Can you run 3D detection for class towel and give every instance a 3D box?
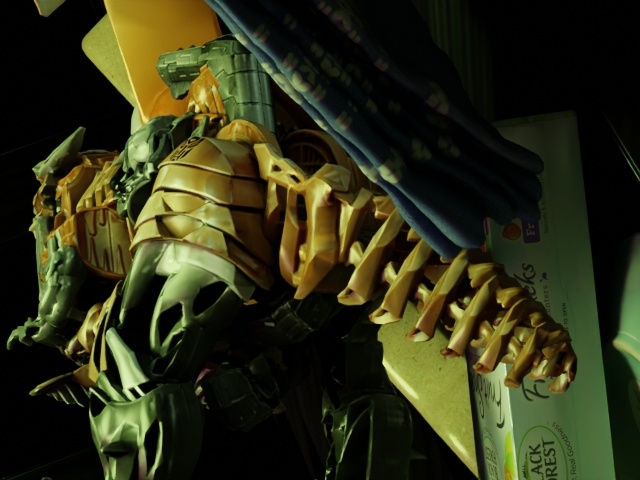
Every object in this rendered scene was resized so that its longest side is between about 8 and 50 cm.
[{"bbox_3d":[-0.064,-0.153,0.558,0.336,0.040,0.243,46,-170,-22],"label":"towel"}]

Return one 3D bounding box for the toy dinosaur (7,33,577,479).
[{"bbox_3d":[-0.035,0.031,0.667,0.322,0.164,0.218,179,96,-78],"label":"toy dinosaur"}]

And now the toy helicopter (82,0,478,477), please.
[{"bbox_3d":[0.000,0.000,0.861,0.355,0.140,0.235,46,177,33],"label":"toy helicopter"}]

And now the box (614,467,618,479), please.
[{"bbox_3d":[0.099,0.164,0.655,0.232,0.058,0.087,-83,-23,-68],"label":"box"}]

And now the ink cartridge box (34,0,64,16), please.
[{"bbox_3d":[-0.161,-0.296,0.909,0.385,0.091,0.308,-68,-37,-64],"label":"ink cartridge box"}]

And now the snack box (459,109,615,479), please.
[{"bbox_3d":[0.072,0.029,0.651,0.100,0.037,0.141,173,90,-88],"label":"snack box"}]

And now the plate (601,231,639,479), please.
[{"bbox_3d":[0.128,0.088,0.604,0.188,0.024,0.188,159,90,-84],"label":"plate"}]
